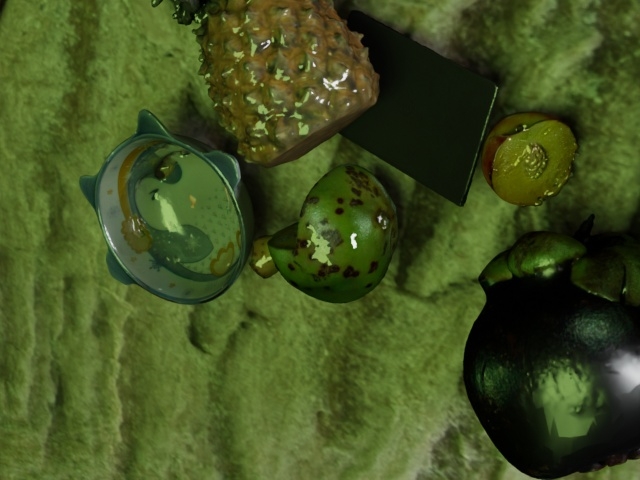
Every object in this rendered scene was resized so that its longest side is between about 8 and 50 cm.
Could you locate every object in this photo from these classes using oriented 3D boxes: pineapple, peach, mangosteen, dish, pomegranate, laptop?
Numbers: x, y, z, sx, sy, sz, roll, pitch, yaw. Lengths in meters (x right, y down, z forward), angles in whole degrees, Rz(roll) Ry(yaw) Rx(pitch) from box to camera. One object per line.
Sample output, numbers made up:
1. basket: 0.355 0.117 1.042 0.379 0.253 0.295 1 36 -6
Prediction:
1. pineapple: -0.083 -0.242 1.181 0.169 0.169 0.340 -36 81 37
2. peach: 0.197 -0.084 1.152 0.061 0.098 0.098 -117 35 -50
3. mangosteen: 0.241 0.100 1.131 0.243 0.243 0.243 13 118 25
4. dish: -0.154 -0.047 1.360 0.236 0.086 0.228 -11 106 34
5. pomegranate: 0.010 0.009 1.254 0.169 0.143 0.122 -41 89 28
6. laptop: 0.087 -0.134 1.189 0.197 0.016 0.135 35 126 32
